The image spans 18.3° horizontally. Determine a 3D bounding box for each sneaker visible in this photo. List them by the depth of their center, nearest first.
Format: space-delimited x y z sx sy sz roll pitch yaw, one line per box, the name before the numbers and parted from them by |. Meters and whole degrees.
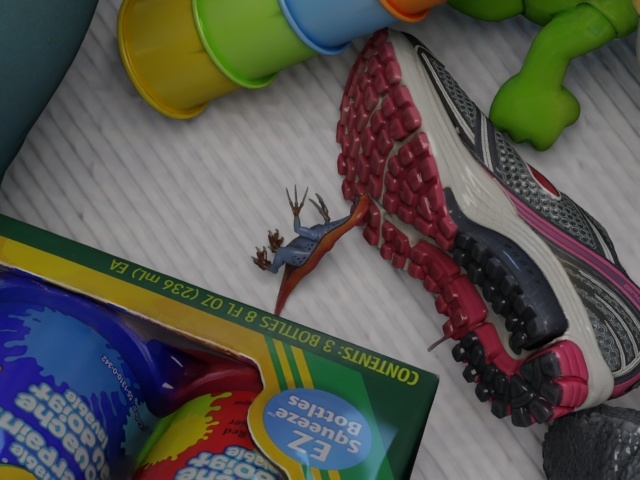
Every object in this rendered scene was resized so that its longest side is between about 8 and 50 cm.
sneaker | 0.105 -0.014 1.264 0.112 0.121 0.299 -13 59 -30

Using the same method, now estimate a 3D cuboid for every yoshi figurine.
yoshi figurine | 0.206 -0.156 1.294 0.362 0.203 0.203 34 38 23

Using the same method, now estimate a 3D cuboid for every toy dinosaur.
toy dinosaur | 0.000 0.000 1.285 0.082 0.047 0.090 -7 107 33

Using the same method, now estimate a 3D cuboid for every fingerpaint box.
fingerpaint box | -0.198 0.157 1.102 0.445 0.163 0.371 20 37 7

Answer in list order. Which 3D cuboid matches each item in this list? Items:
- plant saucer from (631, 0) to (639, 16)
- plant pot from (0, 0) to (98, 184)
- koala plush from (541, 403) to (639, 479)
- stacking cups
plant saucer | 0.355 -0.210 1.206 0.333 0.081 0.333 18 46 -10
plant pot | -0.236 -0.180 1.117 0.271 0.272 0.255 51 122 12
koala plush | 0.252 0.210 1.175 0.221 0.203 0.196 16 81 -15
stacking cups | 0.017 -0.160 1.223 0.316 0.096 0.096 -16 72 36
